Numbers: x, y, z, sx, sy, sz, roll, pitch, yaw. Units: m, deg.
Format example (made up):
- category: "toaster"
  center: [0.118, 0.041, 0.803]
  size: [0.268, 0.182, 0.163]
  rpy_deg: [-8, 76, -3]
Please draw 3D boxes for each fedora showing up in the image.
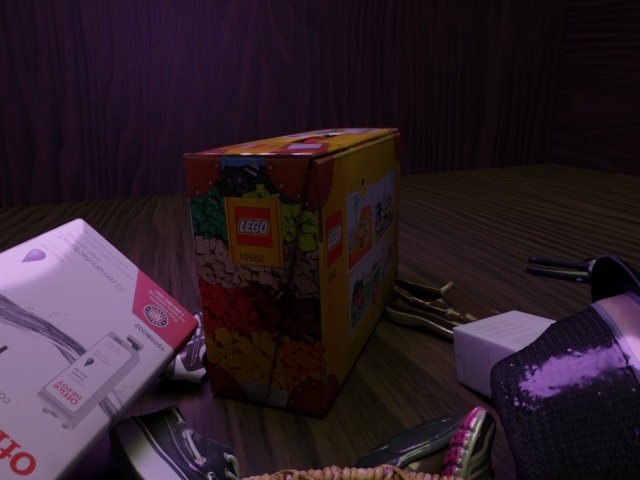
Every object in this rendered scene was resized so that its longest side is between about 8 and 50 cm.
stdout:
- category: "fedora"
  center: [0.251, 0.175, 0.442]
  size: [0.152, 0.334, 0.334]
  rpy_deg: [-14, 12, 19]

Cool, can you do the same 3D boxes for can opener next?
- category: "can opener"
  center: [0.596, 0.071, 1.127]
  size: [0.186, 0.073, 0.059]
  rpy_deg: [3, 56, 26]

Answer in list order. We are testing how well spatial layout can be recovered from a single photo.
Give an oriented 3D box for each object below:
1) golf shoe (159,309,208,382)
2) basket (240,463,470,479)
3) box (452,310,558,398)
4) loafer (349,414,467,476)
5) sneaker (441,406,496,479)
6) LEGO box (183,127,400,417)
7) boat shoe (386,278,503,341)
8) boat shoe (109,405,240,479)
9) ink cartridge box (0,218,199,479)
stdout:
- category: "golf shoe"
  center: [-0.210, 0.186, 0.801]
  size: [0.093, 0.077, 0.198]
  rpy_deg: [21, 16, 0]
- category: "basket"
  center: [0.022, 0.220, 0.237]
  size: [0.298, 0.223, 0.214]
  rpy_deg: [0, 48, -1]
- category: "box"
  center: [0.298, 0.173, 0.674]
  size: [0.130, 0.091, 0.170]
  rpy_deg: [-9, 7, -21]
- category: "loafer"
  center: [0.077, 0.268, 0.494]
  size: [0.267, 0.084, 0.096]
  rpy_deg: [-10, -14, -37]
- category: "sneaker"
  center: [0.152, 0.248, 0.439]
  size: [0.074, 0.063, 0.171]
  rpy_deg: [15, 64, 10]
- category: "LEGO box"
  center: [0.000, 0.000, 0.849]
  size: [0.193, 0.373, 0.500]
  rpy_deg: [4, 17, 21]
- category: "boat shoe"
  center: [0.241, 0.127, 0.879]
  size: [0.257, 0.095, 0.095]
  rpy_deg: [8, 19, 29]
- category: "boat shoe"
  center: [-0.127, 0.257, 0.484]
  size: [0.102, 0.108, 0.301]
  rpy_deg: [-16, 14, -35]
- category: "ink cartridge box"
  center: [-0.289, 0.124, 0.479]
  size: [0.207, 0.117, 0.283]
  rpy_deg: [43, 25, -5]
